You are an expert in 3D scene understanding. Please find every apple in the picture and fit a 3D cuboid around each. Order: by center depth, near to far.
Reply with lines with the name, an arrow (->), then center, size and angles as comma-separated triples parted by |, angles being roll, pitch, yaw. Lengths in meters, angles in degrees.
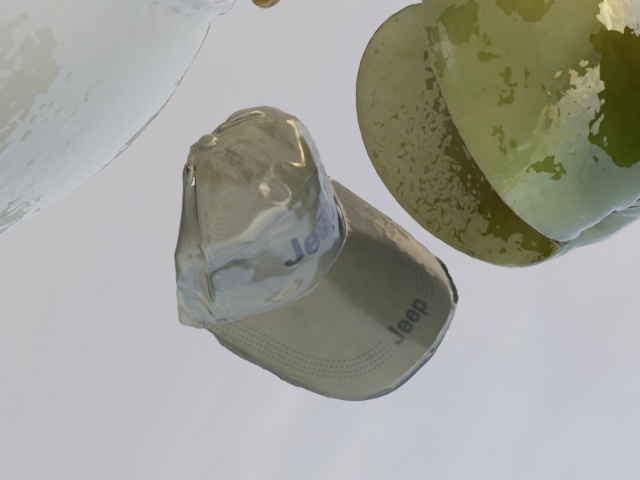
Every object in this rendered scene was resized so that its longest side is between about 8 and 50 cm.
apple -> 0.177, -0.117, 1.583 | 0.292, 0.254, 0.292 | -24, 170, -4

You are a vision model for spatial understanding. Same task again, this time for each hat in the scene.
hat -> 0.000, 0.000, 1.604 | 0.214, 0.244, 0.149 | -59, 162, -32

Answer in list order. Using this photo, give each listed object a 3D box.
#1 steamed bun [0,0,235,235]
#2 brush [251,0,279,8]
steamed bun -> -0.149, -0.073, 0.509 | 0.164, 0.146, 0.241 | -42, 161, 12
brush -> -0.014, -0.196, 0.971 | 0.014, 0.043, 0.170 | 56, 42, -64
